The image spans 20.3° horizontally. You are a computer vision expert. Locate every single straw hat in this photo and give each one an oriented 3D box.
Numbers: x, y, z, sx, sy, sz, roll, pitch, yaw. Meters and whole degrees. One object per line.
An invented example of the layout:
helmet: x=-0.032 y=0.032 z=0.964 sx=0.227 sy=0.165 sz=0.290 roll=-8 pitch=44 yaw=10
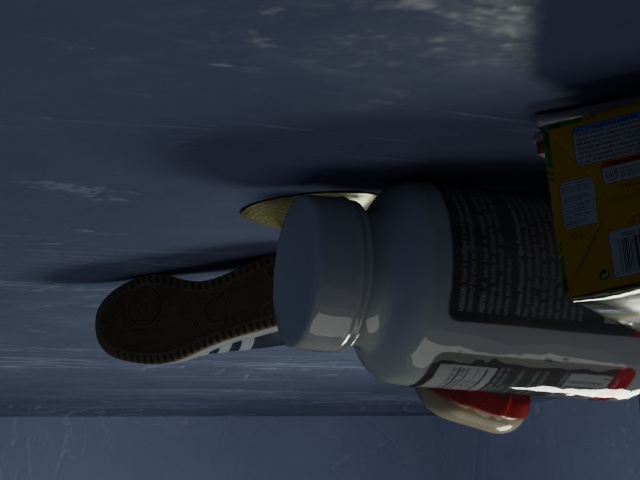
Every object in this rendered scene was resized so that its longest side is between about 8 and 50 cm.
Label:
straw hat: x=0.000 y=0.000 z=1.611 sx=0.144 sy=0.061 sz=0.144 roll=-4 pitch=171 yaw=-1

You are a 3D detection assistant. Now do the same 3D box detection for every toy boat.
toy boat: x=0.198 y=0.140 z=2.321 sx=0.151 sy=0.151 sz=0.231 roll=18 pitch=-165 yaw=-16

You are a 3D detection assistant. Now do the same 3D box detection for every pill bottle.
pill bottle: x=0.129 y=0.041 z=1.534 sx=0.318 sy=0.176 sz=0.176 roll=6 pitch=167 yaw=-18

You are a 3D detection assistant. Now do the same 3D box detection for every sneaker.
sneaker: x=-0.094 y=0.082 z=1.940 sx=0.282 sy=0.099 sz=0.153 roll=-13 pitch=166 yaw=25

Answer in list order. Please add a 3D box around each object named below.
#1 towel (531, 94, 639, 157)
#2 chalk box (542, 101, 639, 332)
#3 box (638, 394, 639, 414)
towel: x=0.330 y=-0.075 z=1.409 sx=0.237 sy=0.037 sz=0.329 roll=-11 pitch=169 yaw=26
chalk box: x=0.267 y=-0.012 z=1.288 sx=0.132 sy=0.132 sz=0.213 roll=-14 pitch=162 yaw=27
box: x=0.416 y=0.124 z=1.867 sx=0.169 sy=0.290 sz=0.087 roll=-7 pitch=169 yaw=24
